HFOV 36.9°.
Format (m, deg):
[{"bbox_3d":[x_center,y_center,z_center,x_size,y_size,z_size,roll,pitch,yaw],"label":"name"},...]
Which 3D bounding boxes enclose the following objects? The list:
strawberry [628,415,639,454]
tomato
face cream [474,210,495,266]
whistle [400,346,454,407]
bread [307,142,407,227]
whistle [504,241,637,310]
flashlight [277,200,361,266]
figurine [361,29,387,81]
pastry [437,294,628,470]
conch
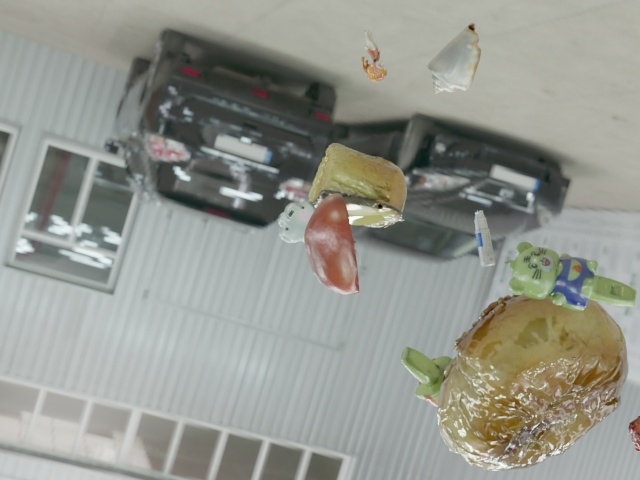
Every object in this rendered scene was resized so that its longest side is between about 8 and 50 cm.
[{"bbox_3d":[0.656,0.391,1.808,0.228,0.175,0.098,-1,170,-30],"label":"strawberry"},{"bbox_3d":[0.014,0.003,1.615,0.082,0.174,0.166,-9,-155,-1],"label":"tomato"},{"bbox_3d":[0.382,-0.005,2.246,0.034,0.130,0.034,-8,171,-1],"label":"face cream"},{"bbox_3d":[0.285,0.332,2.168,0.288,0.131,0.106,37,135,-23],"label":"whistle"},{"bbox_3d":[0.089,-0.110,2.058,0.204,0.163,0.262,20,174,-11],"label":"bread"},{"bbox_3d":[0.423,0.069,1.633,0.227,0.105,0.085,15,150,8],"label":"whistle"},{"bbox_3d":[0.000,0.000,1.951,0.200,0.093,0.047,39,170,-18],"label":"flashlight"},{"bbox_3d":[0.107,-0.380,1.980,0.047,0.109,0.064,-18,167,27],"label":"figurine"},{"bbox_3d":[0.403,0.265,1.878,0.409,0.410,0.245,17,-154,-39],"label":"pastry"},{"bbox_3d":[0.314,-0.406,2.191,0.094,0.176,0.104,34,-158,-28],"label":"conch"}]
